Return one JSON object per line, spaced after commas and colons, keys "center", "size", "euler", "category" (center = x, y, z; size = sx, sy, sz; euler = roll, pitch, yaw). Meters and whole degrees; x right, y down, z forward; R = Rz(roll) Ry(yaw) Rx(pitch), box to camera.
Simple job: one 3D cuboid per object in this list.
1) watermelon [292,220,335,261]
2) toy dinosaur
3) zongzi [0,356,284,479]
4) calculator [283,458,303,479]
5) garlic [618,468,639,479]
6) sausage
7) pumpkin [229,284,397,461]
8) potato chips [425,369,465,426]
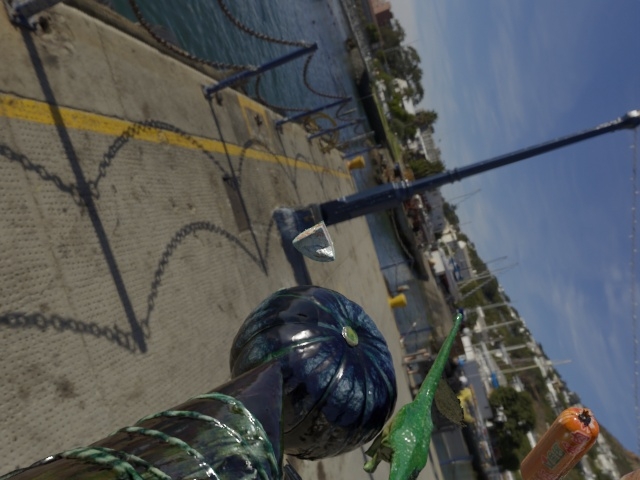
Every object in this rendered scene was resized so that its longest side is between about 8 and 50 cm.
{"center": [0.000, 0.000, 0.851], "size": [0.061, 0.085, 0.085], "euler": [105, -18, -52], "category": "watermelon"}
{"center": [0.193, 0.327, 0.864], "size": [0.087, 0.300, 0.447], "euler": [35, 16, 2], "category": "toy dinosaur"}
{"center": [-0.134, 0.241, 0.447], "size": [0.383, 0.319, 0.362], "euler": [58, 37, -48], "category": "zongzi"}
{"center": [-0.071, 0.645, 1.031], "size": [0.166, 0.028, 0.273], "euler": [25, -74, 57], "category": "calculator"}
{"center": [0.683, 0.566, 0.992], "size": [0.245, 0.253, 0.245], "euler": [23, 90, -82], "category": "garlic"}
{"center": [0.584, 0.501, 1.137], "size": [0.093, 0.093, 0.312], "euler": [-90, -174, -50], "category": "sausage"}
{"center": [-0.010, 0.269, 0.982], "size": [0.363, 0.266, 0.363], "euler": [33, 27, -19], "category": "pumpkin"}
{"center": [0.301, 0.378, 1.104], "size": [0.209, 0.026, 0.142], "euler": [61, -12, -16], "category": "potato chips"}
